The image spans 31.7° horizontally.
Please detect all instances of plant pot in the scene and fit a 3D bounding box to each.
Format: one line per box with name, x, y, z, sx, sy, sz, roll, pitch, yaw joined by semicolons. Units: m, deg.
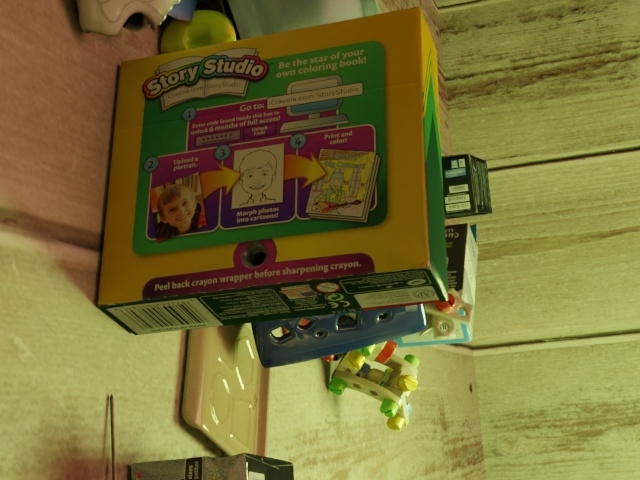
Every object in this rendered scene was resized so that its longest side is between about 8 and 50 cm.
plant pot;-0.027;-0.317;1.573;0.293;0.196;0.293;161;-90;-88
plant pot;0.000;0.000;1.501;0.212;0.236;0.236;79;-3;-48

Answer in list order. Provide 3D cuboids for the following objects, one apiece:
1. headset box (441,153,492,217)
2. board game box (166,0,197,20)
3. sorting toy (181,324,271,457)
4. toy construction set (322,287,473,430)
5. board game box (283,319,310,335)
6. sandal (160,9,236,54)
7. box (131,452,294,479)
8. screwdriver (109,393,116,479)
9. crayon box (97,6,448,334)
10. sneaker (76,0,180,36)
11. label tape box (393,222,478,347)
headset box;0.241;-0.107;2.499;0.283;0.246;0.131;-3;87;-73
board game box;-0.205;-0.358;1.427;0.133;0.033;0.168;43;45;-41
sorting toy;-0.125;0.185;1.479;0.208;0.038;0.193;51;34;-54
toy construction set;0.115;0.185;1.919;0.151;0.215;0.327;-56;177;-45
board game box;-0.051;0.008;1.826;0.145;0.027;0.281;-40;121;-70
sandal;-0.134;-0.133;1.433;0.138;0.126;0.317;63;26;-61
box;-0.115;0.365;1.229;0.163;0.142;0.247;39;45;-66
screwdriver;-0.211;0.243;1.168;0.025;0.024;0.169;19;59;-40
crayon box;-0.051;-0.074;1.243;0.106;0.363;0.313;55;32;-59
sneaker;-0.198;-0.310;1.312;0.292;0.110;0.118;-35;128;-58
label tape box;0.168;0.054;2.161;0.347;0.249;0.115;-77;155;-50
